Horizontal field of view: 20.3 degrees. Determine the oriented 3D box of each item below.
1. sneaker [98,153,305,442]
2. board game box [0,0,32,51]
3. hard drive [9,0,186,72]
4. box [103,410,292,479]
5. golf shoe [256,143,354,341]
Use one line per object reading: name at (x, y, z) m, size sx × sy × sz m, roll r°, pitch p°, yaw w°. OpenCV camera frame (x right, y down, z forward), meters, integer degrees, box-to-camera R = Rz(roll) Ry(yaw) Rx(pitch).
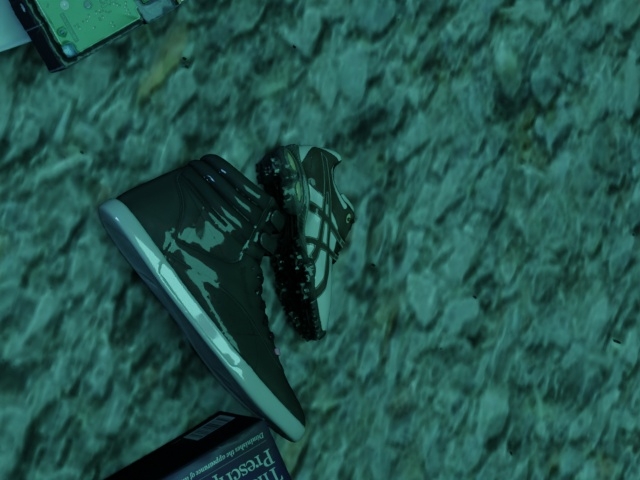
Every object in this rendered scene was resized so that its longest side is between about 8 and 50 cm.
sneaker at (-0.069, 0.046, 1.714) m, size 0.147 × 0.104 × 0.296 m, roll -38°, pitch 97°, yaw -15°
board game box at (-0.257, -0.394, 1.649) m, size 0.390 × 0.050 × 0.390 m, roll -22°, pitch 99°, yaw -19°
hard drive at (-0.223, -0.352, 1.602) m, size 0.237 × 0.064 × 0.339 m, roll -33°, pitch 101°, yaw -18°
box at (-0.141, 0.304, 1.684) m, size 0.261 × 0.103 × 0.184 m, roll -29°, pitch 104°, yaw -26°
golf shoe at (0.000, 0.000, 1.783) m, size 0.094 × 0.077 × 0.198 m, roll -10°, pitch 94°, yaw -28°
